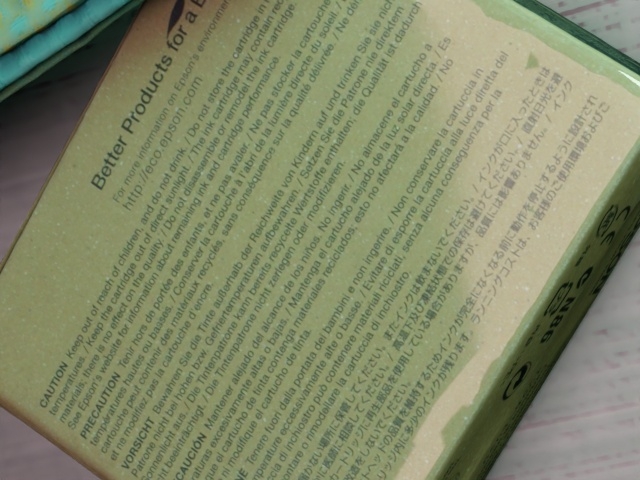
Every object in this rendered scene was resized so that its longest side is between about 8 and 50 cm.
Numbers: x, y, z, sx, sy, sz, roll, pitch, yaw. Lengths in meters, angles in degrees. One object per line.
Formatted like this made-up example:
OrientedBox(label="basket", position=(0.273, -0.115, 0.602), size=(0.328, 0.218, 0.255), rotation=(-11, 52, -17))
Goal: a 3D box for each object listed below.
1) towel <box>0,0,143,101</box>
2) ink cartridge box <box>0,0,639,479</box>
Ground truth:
OrientedBox(label="towel", position=(-0.174, -0.174, 0.723), size=(0.370, 0.040, 0.271), rotation=(-29, 86, 25))
OrientedBox(label="ink cartridge box", position=(0.000, 0.000, 0.728), size=(0.193, 0.088, 0.234), rotation=(35, 104, 18))
